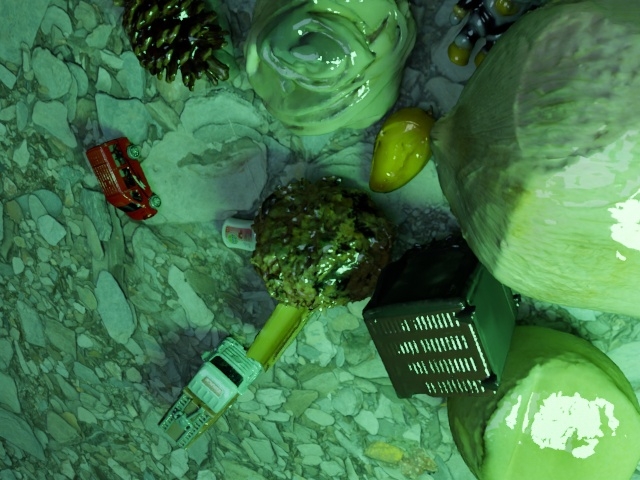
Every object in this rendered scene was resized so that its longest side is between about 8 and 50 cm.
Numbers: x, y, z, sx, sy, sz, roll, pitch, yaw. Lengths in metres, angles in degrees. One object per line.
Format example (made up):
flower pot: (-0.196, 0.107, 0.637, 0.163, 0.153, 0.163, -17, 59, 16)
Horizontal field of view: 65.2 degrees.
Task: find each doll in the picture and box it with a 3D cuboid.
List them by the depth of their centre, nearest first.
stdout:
doll: (0.277, -0.388, 0.681, 0.146, 0.103, 0.316, 29, 127, 6)

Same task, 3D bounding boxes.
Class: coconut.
coconut: (0.324, -0.107, 0.623, 0.405, 0.404, 0.404, 10, 116, 21)

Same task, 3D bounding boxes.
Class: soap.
soap: (-0.066, 0.166, 1.071, 0.076, 0.135, 0.233, 39, 124, 5)

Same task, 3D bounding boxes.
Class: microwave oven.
microwave oven: (0.206, 0.111, 0.818, 0.178, 0.247, 0.188, -11, 108, 33)

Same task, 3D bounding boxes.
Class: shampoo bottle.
shampoo bottle: (-0.172, -0.014, 1.093, 0.099, 0.043, 0.072, 9, 116, 21)

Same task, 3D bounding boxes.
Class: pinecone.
pinecone: (-0.257, -0.366, 0.899, 0.169, 0.185, 0.212, -30, 118, 9)

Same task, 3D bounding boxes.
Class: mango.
mango: (0.140, -0.156, 0.871, 0.101, 0.066, 0.187, 27, 127, 3)

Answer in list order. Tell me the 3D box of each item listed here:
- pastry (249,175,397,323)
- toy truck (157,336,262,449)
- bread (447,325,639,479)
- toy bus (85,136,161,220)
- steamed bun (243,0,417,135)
pastry: (0.000, 0.000, 0.894, 0.275, 0.193, 0.274, -2, 79, 10)
toy truck: (-0.286, 0.389, 1.258, 0.136, 0.162, 0.305, 41, 123, 4)
bread: (0.375, 0.306, 0.875, 0.321, 0.237, 0.320, 3, 115, 8)
toy bus: (-0.448, -0.132, 1.143, 0.081, 0.089, 0.195, -10, 108, 29)
steamed bun: (-0.003, -0.293, 0.792, 0.268, 0.207, 0.280, 24, 122, 14)
